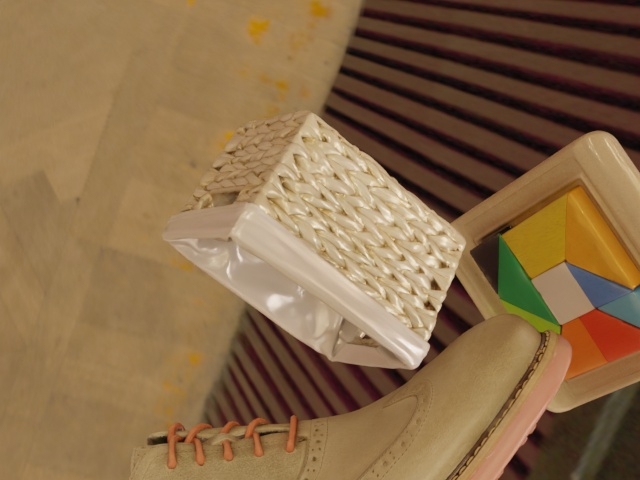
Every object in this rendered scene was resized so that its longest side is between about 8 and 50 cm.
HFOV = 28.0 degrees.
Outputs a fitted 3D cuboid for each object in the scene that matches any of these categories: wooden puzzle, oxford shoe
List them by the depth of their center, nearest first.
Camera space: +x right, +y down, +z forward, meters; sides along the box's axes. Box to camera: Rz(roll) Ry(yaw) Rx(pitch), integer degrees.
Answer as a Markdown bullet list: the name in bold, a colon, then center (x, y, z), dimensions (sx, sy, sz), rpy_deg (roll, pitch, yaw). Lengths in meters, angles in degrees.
- **oxford shoe**: center (-0.035, 0.155, 0.741), dimensions (0.397, 0.140, 0.146), rpy_deg (-39, 88, 2)
- **wooden puzzle**: center (0.235, 0.040, 1.197), dimensions (0.044, 0.239, 0.221), rpy_deg (-30, 86, -41)

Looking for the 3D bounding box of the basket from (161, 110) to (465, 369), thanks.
- **basket**: center (0.000, 0.000, 0.856), dimensions (0.167, 0.113, 0.103), rpy_deg (37, 71, -26)
